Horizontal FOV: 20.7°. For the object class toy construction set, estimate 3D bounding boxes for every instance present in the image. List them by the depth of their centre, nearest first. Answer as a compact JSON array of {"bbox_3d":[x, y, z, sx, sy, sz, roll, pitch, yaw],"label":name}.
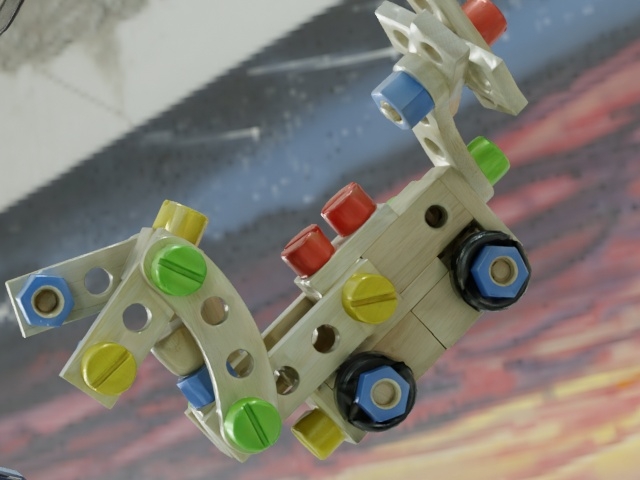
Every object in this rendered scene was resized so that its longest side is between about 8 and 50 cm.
[{"bbox_3d":[0.000,0.000,1.024,0.328,0.215,0.151,-42,11,3],"label":"toy construction set"}]

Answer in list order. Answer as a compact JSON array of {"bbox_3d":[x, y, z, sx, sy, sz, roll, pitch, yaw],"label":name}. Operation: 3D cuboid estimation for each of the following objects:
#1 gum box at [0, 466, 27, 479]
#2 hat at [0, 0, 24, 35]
[{"bbox_3d":[-0.222,0.165,0.710,0.157,0.184,0.041,17,-5,-16],"label":"gum box"},{"bbox_3d":[-0.328,-0.374,1.870,0.134,0.331,0.331,27,-33,-14],"label":"hat"}]
